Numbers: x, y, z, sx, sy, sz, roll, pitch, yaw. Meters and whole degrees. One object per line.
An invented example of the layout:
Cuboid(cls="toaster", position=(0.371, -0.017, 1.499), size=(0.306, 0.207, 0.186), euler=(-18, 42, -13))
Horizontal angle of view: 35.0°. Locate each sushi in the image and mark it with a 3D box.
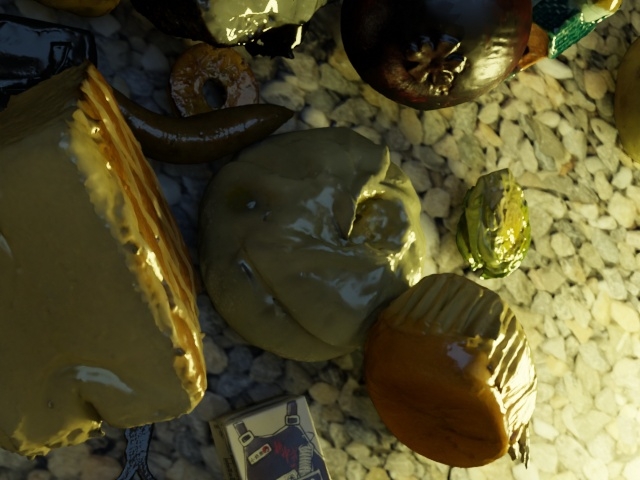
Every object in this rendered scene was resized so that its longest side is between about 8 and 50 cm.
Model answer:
Cuboid(cls="sushi", position=(-0.111, -0.382, 1.481), size=(0.348, 0.208, 0.234), euler=(-34, 120, -41))

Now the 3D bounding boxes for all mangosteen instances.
Cuboid(cls="mangosteen", position=(0.178, -0.350, 1.592), size=(0.297, 0.293, 0.297), euler=(-1, 114, -2))

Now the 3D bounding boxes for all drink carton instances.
Cuboid(cls="drink carton", position=(-0.066, 0.350, 1.507), size=(0.134, 0.102, 0.222), euler=(-17, 90, -21))

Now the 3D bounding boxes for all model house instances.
Cuboid(cls="model house", position=(0.396, -0.409, 1.681), size=(0.253, 0.291, 0.184), euler=(-37, 104, -22))

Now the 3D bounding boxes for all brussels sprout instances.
Cuboid(cls="brussels sprout", position=(0.291, -0.026, 1.699), size=(0.139, 0.100, 0.181), euler=(-4, 85, -33))

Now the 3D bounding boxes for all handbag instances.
Cuboid(cls="handbag", position=(-0.449, -0.196, 1.408), size=(0.275, 0.088, 0.244), euler=(3, 83, -21))

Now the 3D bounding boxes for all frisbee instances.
Cuboid(cls="frisbee", position=(-0.259, 0.359, 1.471), size=(0.187, 0.012, 0.211), euler=(40, 71, -16))

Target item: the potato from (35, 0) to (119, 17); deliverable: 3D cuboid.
Cuboid(cls="potato", position=(-0.384, -0.495, 1.432), size=(0.196, 0.176, 0.369), euler=(-25, 91, 2))

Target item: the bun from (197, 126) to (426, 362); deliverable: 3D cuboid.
Cuboid(cls="bun", position=(0.000, 0.000, 1.506), size=(0.365, 0.219, 0.365), euler=(3, 81, -20))

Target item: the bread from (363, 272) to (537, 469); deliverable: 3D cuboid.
Cuboid(cls="bread", position=(0.190, 0.212, 1.510), size=(0.183, 0.236, 0.388), euler=(-52, 142, -26))

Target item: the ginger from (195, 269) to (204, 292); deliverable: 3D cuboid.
Cuboid(cls="ginger", position=(-0.253, 0.065, 1.483), size=(0.173, 0.051, 0.069), euler=(-16, 94, -22))

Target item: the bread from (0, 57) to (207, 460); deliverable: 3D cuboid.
Cuboid(cls="bread", position=(-0.318, 0.019, 1.224), size=(0.279, 0.371, 0.390), euler=(-20, 113, -3))

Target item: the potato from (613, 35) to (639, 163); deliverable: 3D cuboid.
Cuboid(cls="potato", position=(0.610, -0.256, 1.830), size=(0.165, 0.165, 0.262), euler=(0, 78, -23))

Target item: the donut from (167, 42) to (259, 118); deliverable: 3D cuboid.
Cuboid(cls="donut", position=(-0.167, -0.222, 1.544), size=(0.152, 0.058, 0.151), euler=(2, 85, -23))

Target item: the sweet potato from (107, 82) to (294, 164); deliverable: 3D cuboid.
Cuboid(cls="sweet potato", position=(-0.210, -0.164, 1.454), size=(0.346, 0.079, 0.108), euler=(7, 90, -23))
